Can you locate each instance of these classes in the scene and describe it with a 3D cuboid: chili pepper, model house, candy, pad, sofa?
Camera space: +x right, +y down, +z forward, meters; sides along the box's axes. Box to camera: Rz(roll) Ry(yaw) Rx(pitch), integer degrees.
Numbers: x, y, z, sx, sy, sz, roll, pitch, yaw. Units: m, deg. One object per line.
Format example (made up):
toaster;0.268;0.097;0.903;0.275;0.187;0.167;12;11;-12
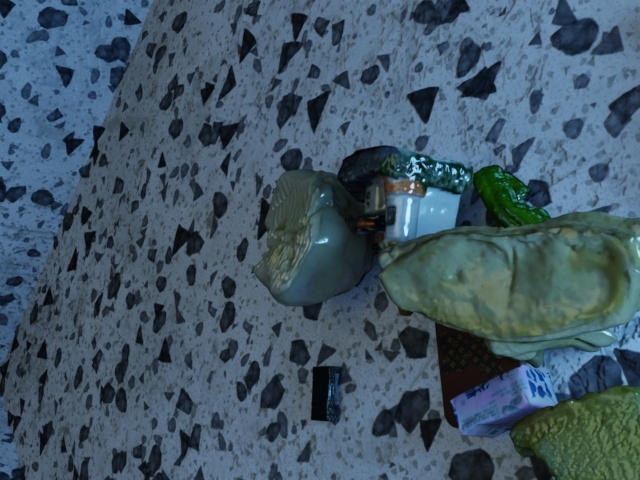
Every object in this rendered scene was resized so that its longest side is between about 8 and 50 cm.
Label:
chili pepper;0.344;-0.039;1.270;0.083;0.099;0.253;-60;41;32
model house;0.142;-0.010;1.397;0.271;0.190;0.301;178;97;-69
candy;0.305;0.268;1.226;0.160;0.092;0.073;-39;47;39
pad;0.282;0.198;1.349;0.181;0.004;0.267;-24;61;44
sofa;0.012;0.331;1.605;0.060;0.039;0.118;-14;69;49

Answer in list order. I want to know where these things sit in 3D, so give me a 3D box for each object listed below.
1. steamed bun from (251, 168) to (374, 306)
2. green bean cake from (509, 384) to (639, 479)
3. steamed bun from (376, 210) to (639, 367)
steamed bun;0.000;0.000;1.592;0.275;0.206;0.320;-15;59;55
green bean cake;0.408;0.345;1.061;0.233;0.124;0.236;-34;55;38
steamed bun;0.319;0.089;1.157;0.428;0.189;0.247;-10;86;38
